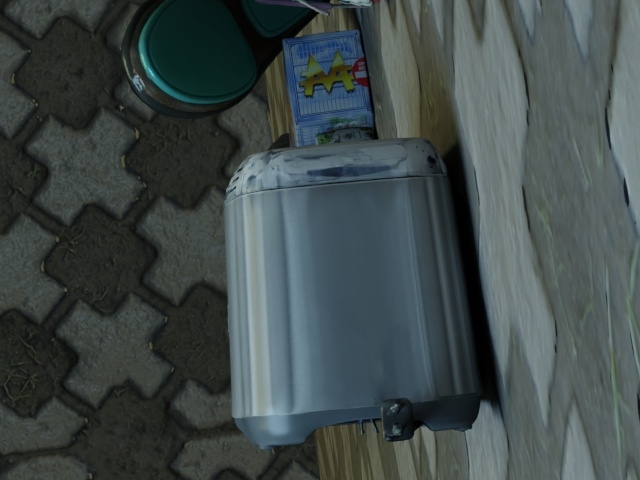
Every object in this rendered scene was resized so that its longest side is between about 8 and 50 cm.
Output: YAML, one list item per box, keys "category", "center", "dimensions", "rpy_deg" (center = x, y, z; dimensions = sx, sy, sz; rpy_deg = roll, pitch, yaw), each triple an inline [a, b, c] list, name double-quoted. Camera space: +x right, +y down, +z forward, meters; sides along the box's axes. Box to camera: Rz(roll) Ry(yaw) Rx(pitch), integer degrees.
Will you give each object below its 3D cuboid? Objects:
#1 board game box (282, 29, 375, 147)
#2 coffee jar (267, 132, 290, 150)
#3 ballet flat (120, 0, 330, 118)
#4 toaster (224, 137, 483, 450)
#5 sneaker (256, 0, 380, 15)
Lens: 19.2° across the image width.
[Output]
- category: "board game box"
  center: [0.012, -0.046, 1.390]
  dimensions: [0.194, 0.060, 0.194]
  rpy_deg: [84, 176, -45]
- category: "coffee jar"
  center: [0.000, 0.000, 1.556]
  dimensions: [0.096, 0.079, 0.184]
  rpy_deg: [86, 175, -51]
- category: "ballet flat"
  center: [-0.079, -0.147, 1.373]
  dimensions: [0.095, 0.096, 0.280]
  rpy_deg: [61, -143, -9]
- category: "toaster"
  center: [0.012, 0.030, 0.980]
  dimensions: [0.227, 0.129, 0.146]
  rpy_deg: [105, 159, -86]
- category: "sneaker"
  center: [-0.025, -0.197, 1.204]
  dimensions: [0.299, 0.112, 0.120]
  rpy_deg: [-151, 53, -85]
